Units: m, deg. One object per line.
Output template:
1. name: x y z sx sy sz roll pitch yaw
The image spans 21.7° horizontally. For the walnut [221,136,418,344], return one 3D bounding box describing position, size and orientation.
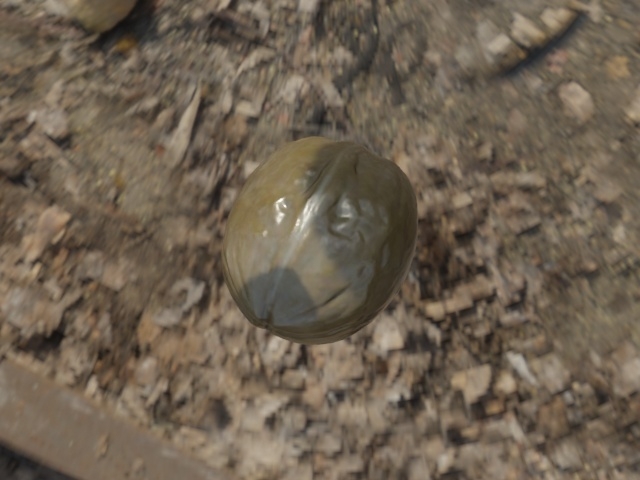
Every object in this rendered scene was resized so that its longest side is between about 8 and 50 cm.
1. walnut: 0.000 0.000 1.241 0.140 0.140 0.162 27 79 -6
